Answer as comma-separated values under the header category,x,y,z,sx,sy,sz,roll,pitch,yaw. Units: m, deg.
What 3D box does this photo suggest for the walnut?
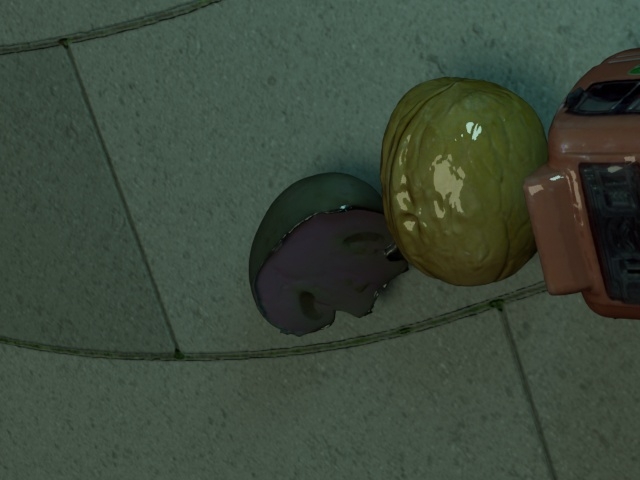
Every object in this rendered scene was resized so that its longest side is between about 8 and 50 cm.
category,x,y,z,sx,sy,sz,roll,pitch,yaw
walnut,0.132,-0.052,1.638,0.165,0.165,0.197,21,124,32

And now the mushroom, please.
category,x,y,z,sx,sy,sz,roll,pitch,yaw
mushroom,0.000,0.000,1.822,0.188,0.141,0.117,-48,45,37

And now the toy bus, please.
category,x,y,z,sx,sy,sz,roll,pitch,yaw
toy bus,0.377,-0.042,1.367,0.427,0.233,0.203,1,115,41
